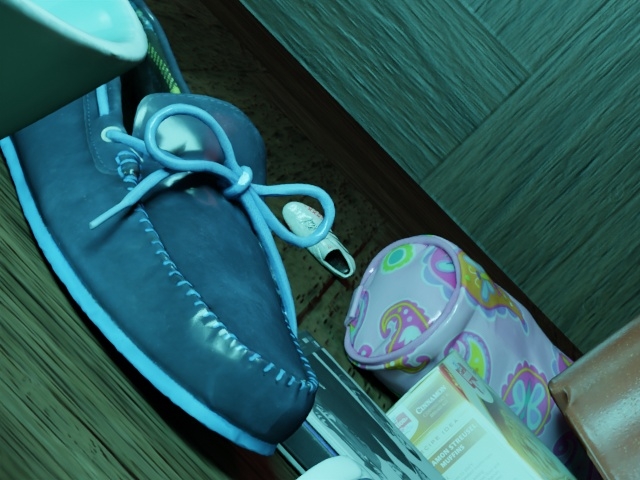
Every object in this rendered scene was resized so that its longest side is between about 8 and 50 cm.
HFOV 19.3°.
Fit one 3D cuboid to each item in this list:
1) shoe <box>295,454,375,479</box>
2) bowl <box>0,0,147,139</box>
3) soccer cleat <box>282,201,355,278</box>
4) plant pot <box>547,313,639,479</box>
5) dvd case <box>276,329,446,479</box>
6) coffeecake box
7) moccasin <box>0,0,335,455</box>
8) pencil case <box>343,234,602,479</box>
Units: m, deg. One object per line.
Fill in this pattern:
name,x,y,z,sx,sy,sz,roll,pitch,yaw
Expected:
shoe,0.027,0.149,0.833,0.081,0.063,0.178,43,2,20
bowl,-0.212,-0.103,0.496,0.311,0.163,0.311,45,7,-7
soccer cleat,0.000,0.000,1.602,0.083,0.029,0.035,49,3,-9
plant pot,0.320,0.117,1.303,0.272,0.265,0.272,58,3,-4
dvd case,0.048,0.150,1.073,0.238,0.029,0.179,47,8,6
coffeecake box,0.123,0.165,1.245,0.185,0.068,0.142,46,8,5
moccasin,-0.086,-0.034,0.978,0.138,0.117,0.342,37,11,-47
pencil case,0.138,0.115,1.432,0.284,0.124,0.124,41,9,-36
